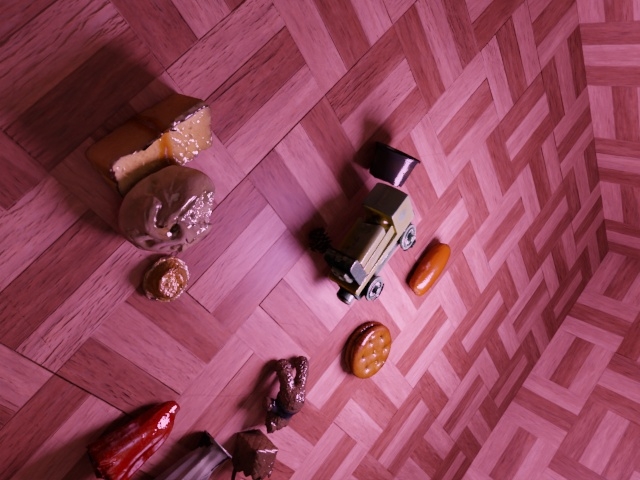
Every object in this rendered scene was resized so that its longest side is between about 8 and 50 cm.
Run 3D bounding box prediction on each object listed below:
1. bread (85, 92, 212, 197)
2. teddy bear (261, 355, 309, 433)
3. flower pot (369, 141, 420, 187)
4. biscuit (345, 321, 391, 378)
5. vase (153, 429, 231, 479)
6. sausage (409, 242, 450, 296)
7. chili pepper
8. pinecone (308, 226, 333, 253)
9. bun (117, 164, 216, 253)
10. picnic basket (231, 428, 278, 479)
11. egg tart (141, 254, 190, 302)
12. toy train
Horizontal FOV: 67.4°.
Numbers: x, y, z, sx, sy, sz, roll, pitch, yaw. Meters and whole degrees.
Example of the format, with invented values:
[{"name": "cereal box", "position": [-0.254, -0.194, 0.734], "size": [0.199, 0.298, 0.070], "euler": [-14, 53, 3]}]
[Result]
[{"name": "bread", "position": [-0.369, -0.221, 1.064], "size": [0.266, 0.178, 0.142], "euler": [-43, 98, -23]}, {"name": "teddy bear", "position": [-0.107, 0.504, 1.542], "size": [0.182, 0.129, 0.251], "euler": [13, 97, -41]}, {"name": "flower pot", "position": [0.227, -0.240, 1.541], "size": [0.157, 0.157, 0.107], "euler": [10, 113, -42]}, {"name": "biscuit", "position": [0.185, 0.410, 1.799], "size": [0.220, 0.066, 0.221], "euler": [-17, 117, -36]}, {"name": "vase", "position": [-0.419, 0.714, 1.349], "size": [0.360, 0.165, 0.165], "euler": [-44, 129, -25]}, {"name": "sausage", "position": [0.429, 0.108, 1.877], "size": [0.238, 0.098, 0.098], "euler": [-52, 132, -10]}, {"name": "chili pepper", "position": [-0.473, 0.529, 1.261], "size": [0.252, 0.136, 0.144], "euler": [-32, 98, -37]}, {"name": "pinecone", "position": [0.000, 0.000, 1.482], "size": [0.077, 0.077, 0.083], "euler": [-9, 103, -38]}, {"name": "bun", "position": [-0.339, -0.059, 1.113], "size": [0.237, 0.116, 0.210], "euler": [-38, 144, -9]}, {"name": "picnic basket", "position": [-0.216, 0.710, 1.520], "size": [0.128, 0.137, 0.179], "euler": [16, 94, -40]}, {"name": "egg tart", "position": [-0.382, 0.101, 1.208], "size": [0.128, 0.049, 0.129], "euler": [-17, 117, -37]}, {"name": "toy train", "position": [0.164, 0.014, 1.537], "size": [0.397, 0.160, 0.253], "euler": [-53, 148, -13]}]
